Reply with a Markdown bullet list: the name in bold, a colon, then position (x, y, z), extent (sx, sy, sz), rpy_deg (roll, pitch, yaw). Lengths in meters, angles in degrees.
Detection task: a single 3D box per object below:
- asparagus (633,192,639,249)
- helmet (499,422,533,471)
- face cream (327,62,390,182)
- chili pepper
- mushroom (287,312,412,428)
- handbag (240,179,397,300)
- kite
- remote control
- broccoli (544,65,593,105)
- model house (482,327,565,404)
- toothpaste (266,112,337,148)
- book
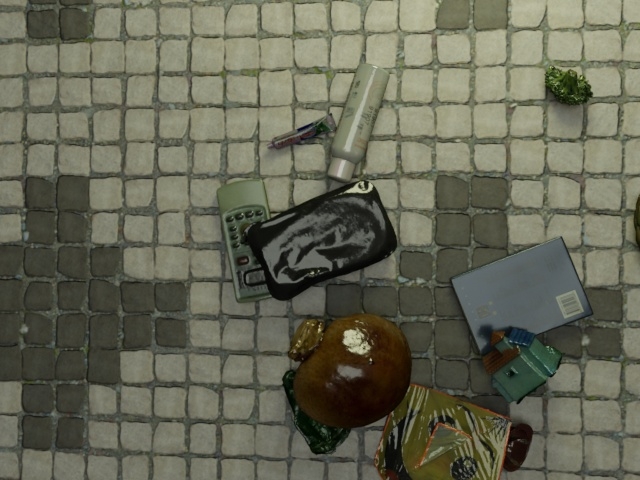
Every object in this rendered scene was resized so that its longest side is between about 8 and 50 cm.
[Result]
- **asparagus**: position (0.738, 0.034, 1.374), extent (0.080, 0.080, 0.287), rpy_deg (-15, 87, 5)
- **helmet**: position (0.419, 0.452, 1.409), extent (0.089, 0.057, 0.111), rpy_deg (37, 76, -29)
- **face cream**: position (0.081, -0.262, 1.440), extent (0.082, 0.082, 0.269), rpy_deg (17, 92, 6)
- **chili pepper**: position (-0.015, 0.390, 1.451), extent (0.108, 0.062, 0.216), rpy_deg (-33, 86, -2)
- **mushroom**: position (0.060, 0.280, 1.377), extent (0.283, 0.195, 0.263), rpy_deg (25, 93, 6)
- **handbag**: position (-0.003, 0.002, 1.433), extent (0.332, 0.075, 0.192), rpy_deg (-22, 89, -4)
- **kite**: position (0.279, 0.472, 1.396), extent (0.327, 0.013, 0.378), rpy_deg (-33, 71, 12)
- **remote control**: position (-0.164, 0.000, 1.481), extent (0.123, 0.038, 0.286), rpy_deg (-10, 88, 6)
- **broccoli**: position (0.547, -0.347, 1.391), extent (0.095, 0.092, 0.097), rpy_deg (-2, 60, 5)
- **model house**: position (0.420, 0.252, 1.375), extent (0.149, 0.119, 0.148), rpy_deg (47, 123, 4)
- **toothpaste**: position (-0.045, -0.249, 1.479), extent (0.169, 0.028, 0.045), rpy_deg (-20, 98, 2)
- **book**: position (0.451, 0.126, 1.426), extent (0.269, 0.025, 0.191), rpy_deg (-22, 87, 5)
